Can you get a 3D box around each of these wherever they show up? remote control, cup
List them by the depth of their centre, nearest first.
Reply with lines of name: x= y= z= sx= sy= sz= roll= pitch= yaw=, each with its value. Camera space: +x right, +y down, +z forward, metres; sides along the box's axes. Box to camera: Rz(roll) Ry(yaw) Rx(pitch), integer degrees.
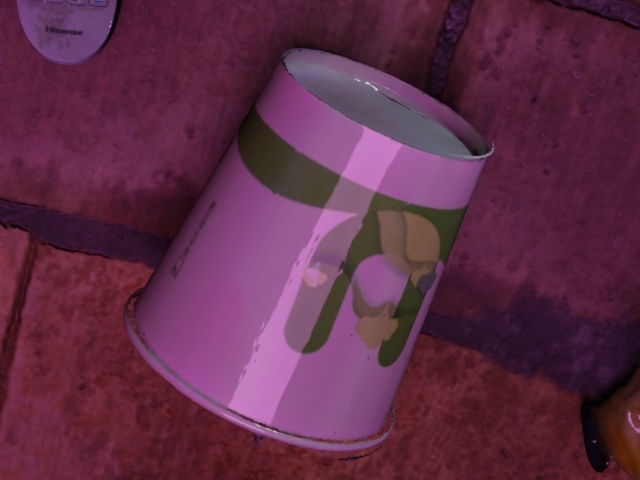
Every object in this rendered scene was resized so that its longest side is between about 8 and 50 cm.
remote control: x=-0.201 y=-0.267 z=1.431 sx=0.097 sy=0.045 sz=0.256 roll=8 pitch=115 yaw=-1
cup: x=0.000 y=0.000 z=1.460 sx=0.253 sy=0.253 sz=0.274 roll=23 pitch=108 yaw=-8

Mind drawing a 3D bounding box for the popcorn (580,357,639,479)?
popcorn: x=0.390 y=0.169 z=1.504 sx=0.237 sy=0.293 sz=0.293 roll=-9 pitch=118 yaw=-12
